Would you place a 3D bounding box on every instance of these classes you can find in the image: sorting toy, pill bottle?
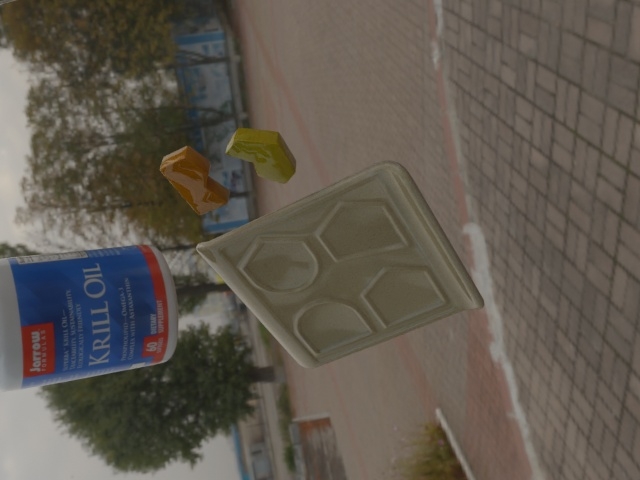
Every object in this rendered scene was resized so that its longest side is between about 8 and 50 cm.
[{"bbox_3d":[0.000,0.000,0.720,0.307,0.229,0.041,54,-155,-35],"label":"sorting toy"},{"bbox_3d":[-0.258,0.075,0.700,0.124,0.221,0.124,22,115,57],"label":"pill bottle"}]

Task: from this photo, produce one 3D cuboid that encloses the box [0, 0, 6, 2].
[{"bbox_3d":[-0.215,-0.377,0.764,0.296,0.294,0.182,2,116,45],"label":"box"}]
